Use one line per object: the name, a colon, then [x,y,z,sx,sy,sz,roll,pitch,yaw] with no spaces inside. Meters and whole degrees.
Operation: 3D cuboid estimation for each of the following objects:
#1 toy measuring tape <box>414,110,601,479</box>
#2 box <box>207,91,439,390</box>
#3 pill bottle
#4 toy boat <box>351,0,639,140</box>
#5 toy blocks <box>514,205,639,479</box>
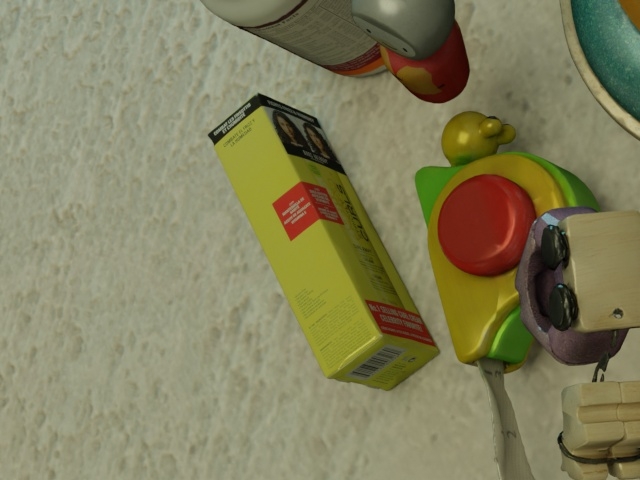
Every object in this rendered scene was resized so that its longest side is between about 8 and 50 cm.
toy measuring tape: [0.150,0.054,1.101,0.121,0.121,0.330,-26,65,28]
box: [0.000,0.000,1.236,0.058,0.087,0.232,-39,59,22]
pill bottle: [-0.021,-0.206,1.213,0.121,0.221,0.121,-9,74,34]
toy boat: [0.185,-0.160,1.062,0.318,0.148,0.267,-13,70,12]
toy blocks: [0.245,0.128,0.934,0.260,0.309,0.288,145,120,-74]
